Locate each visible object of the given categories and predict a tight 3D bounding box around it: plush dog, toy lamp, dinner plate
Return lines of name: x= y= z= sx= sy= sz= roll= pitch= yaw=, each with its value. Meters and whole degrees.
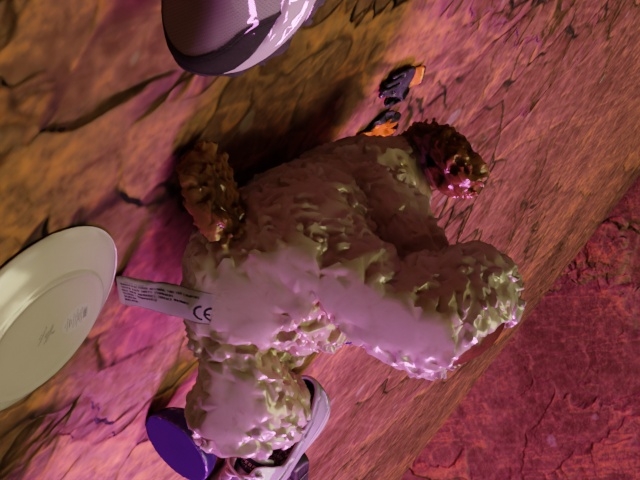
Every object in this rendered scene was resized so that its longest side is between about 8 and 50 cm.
plush dog: x=0.000 y=0.000 z=0.752 sx=0.262 sy=0.210 sz=0.225 roll=-31 pitch=-171 yaw=26
toy lamp: x=-0.034 y=0.105 z=0.959 sx=0.275 sy=0.080 sz=0.080 roll=-40 pitch=158 yaw=-35
dinner plate: x=-0.166 y=0.053 z=0.622 sx=0.141 sy=0.017 sz=0.141 roll=-48 pitch=163 yaw=-20

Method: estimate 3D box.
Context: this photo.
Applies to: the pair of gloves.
pair of gloves: x=0.059 y=-0.111 z=0.899 sx=0.074 sy=0.010 sz=0.083 roll=-29 pitch=149 yaw=-53

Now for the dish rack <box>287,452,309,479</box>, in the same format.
dish rack: x=-0.115 y=0.352 z=1.241 sx=0.271 sy=0.074 sz=0.208 roll=-44 pitch=159 yaw=-23

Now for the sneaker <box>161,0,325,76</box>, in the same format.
sneaker: x=-0.042 y=-0.173 z=0.413 sx=0.108 sy=0.100 sz=0.271 roll=-15 pitch=149 yaw=-25

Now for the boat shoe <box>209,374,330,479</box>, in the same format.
boat shoe: x=-0.070 y=0.237 z=1.138 sx=0.227 sy=0.079 sz=0.081 roll=-53 pitch=157 yaw=-21
